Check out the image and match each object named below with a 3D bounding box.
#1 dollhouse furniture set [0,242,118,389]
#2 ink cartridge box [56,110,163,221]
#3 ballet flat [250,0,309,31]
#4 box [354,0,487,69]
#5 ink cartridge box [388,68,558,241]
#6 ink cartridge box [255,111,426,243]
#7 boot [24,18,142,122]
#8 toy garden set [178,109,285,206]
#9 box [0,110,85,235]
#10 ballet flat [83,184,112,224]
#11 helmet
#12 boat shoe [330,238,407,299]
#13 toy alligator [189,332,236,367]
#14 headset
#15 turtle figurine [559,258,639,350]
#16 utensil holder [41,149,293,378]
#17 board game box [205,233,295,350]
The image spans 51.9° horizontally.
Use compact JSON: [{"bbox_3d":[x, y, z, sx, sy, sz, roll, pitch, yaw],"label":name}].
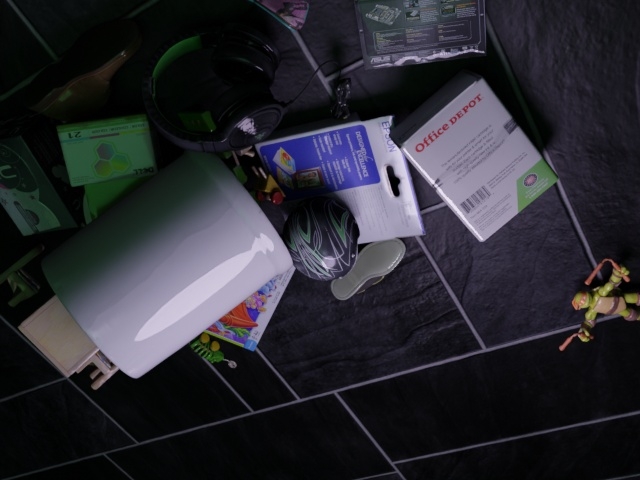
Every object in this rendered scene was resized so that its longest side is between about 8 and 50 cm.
[{"bbox_3d":[-0.578,0.154,1.621,0.362,0.256,0.394,51,164,-14],"label":"dollhouse furniture set"},{"bbox_3d":[-0.436,-0.140,1.424,0.189,0.097,0.255,-9,107,-4],"label":"ink cartridge box"},{"bbox_3d":[-0.112,-0.460,1.194,0.222,0.077,0.079,32,103,14],"label":"ballet flat"},{"bbox_3d":[0.180,-0.417,1.194,0.231,0.056,0.183,-4,126,14],"label":"box"},{"bbox_3d":[0.298,-0.166,1.292,0.198,0.114,0.273,-41,112,10],"label":"ink cartridge box"},{"bbox_3d":[0.049,-0.124,1.441,0.307,0.072,0.303,-10,123,15],"label":"ink cartridge box"},{"bbox_3d":[-0.468,-0.347,1.368,0.305,0.112,0.115,-27,148,23],"label":"boot"},{"bbox_3d":[-0.179,-0.178,1.405,0.204,0.049,0.244,15,140,50],"label":"toy garden set"},{"bbox_3d":[-0.651,-0.152,1.504,0.164,0.142,0.247,-9,125,17],"label":"box"},{"bbox_3d":[-0.456,0.029,1.601,0.139,0.139,0.400,3,131,9],"label":"ballet flat"},{"bbox_3d":[0.000,0.000,1.400,0.170,0.161,0.169,6,128,7],"label":"helmet"},{"bbox_3d":[0.121,0.061,1.568,0.228,0.069,0.081,-38,77,30],"label":"boat shoe"},{"bbox_3d":[-0.311,0.319,1.857,0.056,0.051,0.190,-32,115,30],"label":"toy alligator"},{"bbox_3d":[-0.137,-0.282,1.273,0.395,0.243,0.185,-3,164,-2],"label":"headset"},{"bbox_3d":[0.671,0.153,1.518,0.218,0.087,0.269,9,120,-6],"label":"turtle figurine"},{"bbox_3d":[-0.306,0.041,1.336,0.385,0.328,0.327,-38,119,-10],"label":"utensil holder"},{"bbox_3d":[-0.215,0.108,1.660,0.233,0.078,0.347,22,128,-6],"label":"board game box"}]
